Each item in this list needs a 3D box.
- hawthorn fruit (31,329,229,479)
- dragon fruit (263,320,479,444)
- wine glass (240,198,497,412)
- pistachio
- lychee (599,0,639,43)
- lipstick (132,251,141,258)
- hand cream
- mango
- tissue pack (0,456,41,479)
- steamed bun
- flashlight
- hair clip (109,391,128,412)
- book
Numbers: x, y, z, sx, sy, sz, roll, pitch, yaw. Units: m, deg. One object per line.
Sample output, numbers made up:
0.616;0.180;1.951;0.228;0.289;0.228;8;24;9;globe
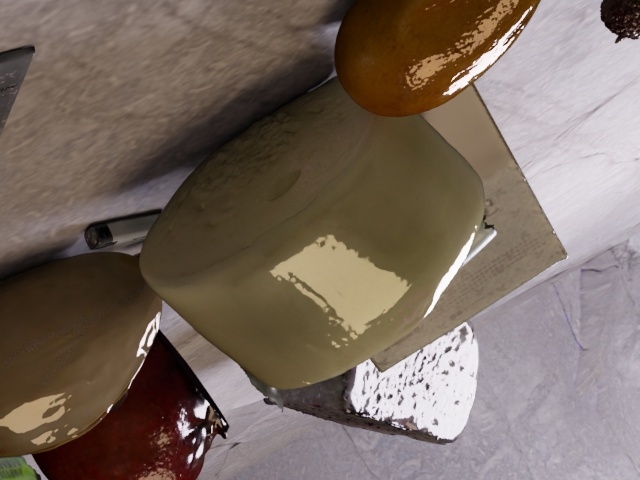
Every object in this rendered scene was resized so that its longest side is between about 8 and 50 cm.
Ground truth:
-0.231;0.200;1.445;0.252;0.189;0.189;-11;169;7;hawthorn fruit
0.063;0.149;1.785;0.221;0.203;0.283;0;163;45;dragon fruit
0.044;0.047;1.158;0.262;0.074;0.074;-38;166;9;wine glass
-0.226;0.095;1.083;0.215;0.144;0.144;-31;169;-23;pistachio
0.282;-0.205;1.155;0.083;0.068;0.067;-55;-174;25;lychee
-0.119;0.003;1.192;0.129;0.030;0.030;-20;165;-31;lipstick
-0.189;-0.079;0.767;0.030;0.019;0.093;-21;163;-36;hand cream
0.084;-0.151;0.914;0.165;0.089;0.115;-34;157;10;mango
-0.526;0.359;1.499;0.288;0.124;0.394;-31;167;13;tissue pack
0.003;0.005;1.028;0.250;0.154;0.200;-37;123;12;steamed bun
-0.157;-0.009;1.093;0.083;0.018;0.018;-14;163;-47;flashlight
-0.341;0.159;1.186;0.331;0.101;0.085;-19;169;-30;hair clip
0.080;-0.018;1.175;0.217;0.021;0.310;-32;134;6;book
